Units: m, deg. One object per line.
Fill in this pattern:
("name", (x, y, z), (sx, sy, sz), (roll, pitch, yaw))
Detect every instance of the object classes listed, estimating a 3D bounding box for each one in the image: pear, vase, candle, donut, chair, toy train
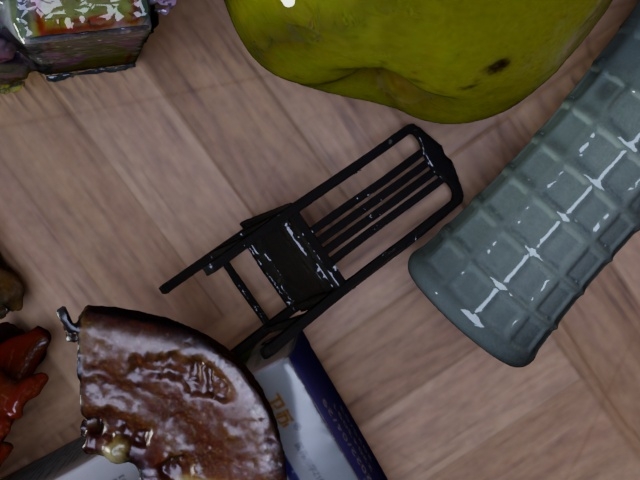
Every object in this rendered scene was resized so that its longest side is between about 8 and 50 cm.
("pear", (0.060, -0.223, 0.518), (0.294, 0.294, 0.294), (0, 98, 3))
("vase", (0.195, -0.056, 0.605), (0.143, 0.143, 0.299), (41, 101, -3))
("candle", (-0.279, 0.184, 0.616), (0.059, 0.084, 0.301), (42, 61, -23))
("donut", (-0.088, 0.146, 0.563), (0.141, 0.085, 0.217), (5, 98, 2))
("chair", (0.000, 0.000, 0.655), (0.212, 0.101, 0.084), (-37, 97, -30))
("toy train", (-0.191, -0.160, 0.553), (0.177, 0.261, 0.134), (-10, 98, -14))

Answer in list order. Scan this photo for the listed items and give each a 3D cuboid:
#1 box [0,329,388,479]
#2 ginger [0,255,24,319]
("box", (-0.100, 0.224, 0.670), (0.299, 0.106, 0.200), (-29, 96, 5))
("ginger", (-0.302, 0.006, 0.664), (0.103, 0.073, 0.162), (-32, 96, 8))
